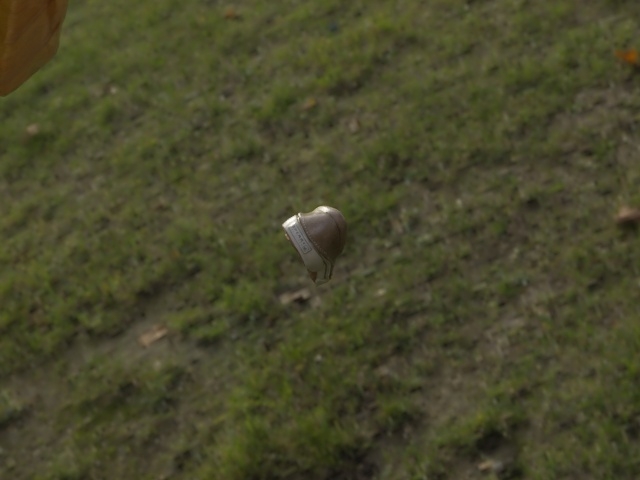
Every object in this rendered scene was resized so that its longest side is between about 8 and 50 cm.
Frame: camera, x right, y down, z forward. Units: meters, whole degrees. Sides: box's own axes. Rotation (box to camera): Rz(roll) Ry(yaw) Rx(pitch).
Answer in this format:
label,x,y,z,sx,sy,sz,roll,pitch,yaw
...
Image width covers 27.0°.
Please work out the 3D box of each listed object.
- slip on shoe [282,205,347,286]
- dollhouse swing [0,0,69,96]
label,x,y,z,sx,sy,sz,roll,pitch,yaw
slip on shoe,0.000,0.000,0.994,0.041,0.051,0.135,-32,-11,-2
dollhouse swing,-0.194,-0.033,0.203,0.347,0.315,0.305,-47,26,-21
